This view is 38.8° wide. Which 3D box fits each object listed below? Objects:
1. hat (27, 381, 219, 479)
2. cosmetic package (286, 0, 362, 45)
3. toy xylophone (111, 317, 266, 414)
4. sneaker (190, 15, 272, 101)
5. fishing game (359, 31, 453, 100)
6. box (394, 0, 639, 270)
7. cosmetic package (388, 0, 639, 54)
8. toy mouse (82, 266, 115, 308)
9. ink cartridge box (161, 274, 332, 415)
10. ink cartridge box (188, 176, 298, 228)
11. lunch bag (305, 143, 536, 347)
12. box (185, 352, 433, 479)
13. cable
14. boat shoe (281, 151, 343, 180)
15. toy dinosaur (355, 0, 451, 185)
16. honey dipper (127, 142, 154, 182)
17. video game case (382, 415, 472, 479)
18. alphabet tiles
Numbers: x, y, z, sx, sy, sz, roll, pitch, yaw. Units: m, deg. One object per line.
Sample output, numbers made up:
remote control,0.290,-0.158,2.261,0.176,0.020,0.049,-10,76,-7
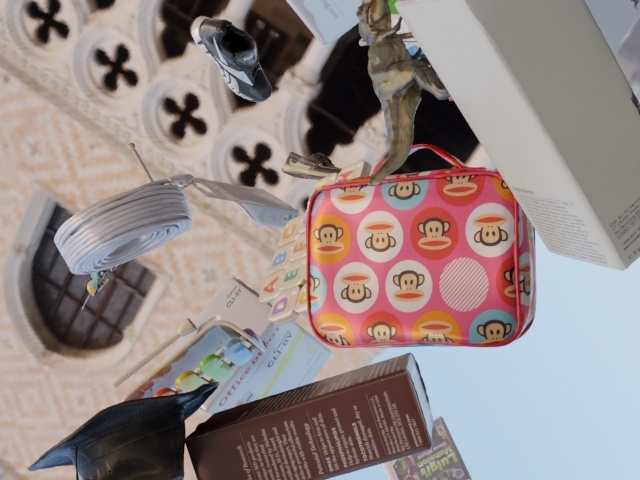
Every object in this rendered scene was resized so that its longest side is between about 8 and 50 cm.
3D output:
hat,-0.290,0.346,1.434,0.331,0.331,0.134,-5,-115,-48
cosmetic package,0.036,-0.621,1.533,0.329,0.394,0.327,45,-164,-43
toy xylophone,-0.262,0.262,1.723,0.081,0.323,0.236,48,-176,24
sneaker,-0.163,-0.370,1.876,0.106,0.078,0.234,6,148,45
fishing game,0.177,-0.201,1.096,0.189,0.041,0.264,1,172,29
box,0.185,-0.111,0.748,0.275,0.094,0.113,54,167,-22
cosmetic package,0.266,-0.338,1.355,0.155,0.197,0.365,45,167,-32
toy mouse,-0.509,0.067,2.142,0.031,0.143,0.161,35,-138,0
ink cartridge box,-0.162,0.285,2.114,0.160,0.279,0.384,33,173,27
ink cartridge box,-0.188,-0.085,2.021,0.225,0.056,0.181,6,-164,-32
lunch bag,0.123,0.007,1.162,0.293,0.258,0.120,-1,-179,24
box,-0.010,0.315,1.511,0.191,0.381,0.143,-14,-93,-81
cable,-0.367,-0.020,1.711,0.257,0.257,0.089,-20,-99,-41
boat shoe,-0.006,-0.136,1.656,0.152,0.049,0.056,11,177,33
toy dinosaur,0.100,-0.171,0.943,0.064,0.118,0.268,54,-153,-49
honey dipper,-0.422,-0.166,2.198,0.030,0.030,0.160,-79,-32,-59
video game case,0.249,0.547,2.208,0.022,0.190,0.173,36,-154,-58
alphabet tiles,0.000,0.000,1.464,0.021,0.278,0.284,34,-123,-26
